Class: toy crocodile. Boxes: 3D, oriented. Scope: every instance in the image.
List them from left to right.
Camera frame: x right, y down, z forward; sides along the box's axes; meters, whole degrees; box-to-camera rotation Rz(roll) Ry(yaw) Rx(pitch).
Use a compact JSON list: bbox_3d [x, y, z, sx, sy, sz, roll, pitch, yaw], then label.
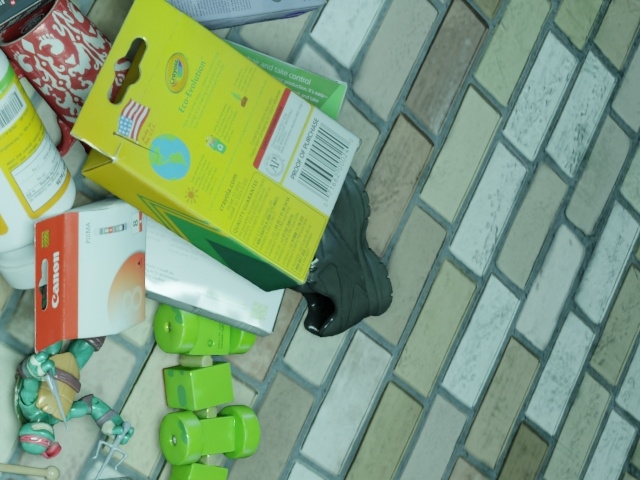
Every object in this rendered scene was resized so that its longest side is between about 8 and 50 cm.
[{"bbox_3d":[-0.150,0.167,1.939,0.115,0.105,0.340,-2,93,-40],"label":"toy crocodile"}]

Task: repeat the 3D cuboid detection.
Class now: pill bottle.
[{"bbox_3d":[-0.344,-0.073,1.686,0.136,0.136,0.245,-45,127,-30],"label":"pill bottle"}]

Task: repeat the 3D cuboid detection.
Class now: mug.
[{"bbox_3d":[-0.279,-0.176,1.758,0.169,0.113,0.150,50,61,-32],"label":"mug"}]

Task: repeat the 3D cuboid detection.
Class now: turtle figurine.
[{"bbox_3d":[-0.290,0.157,1.787,0.175,0.118,0.234,44,50,-53],"label":"turtle figurine"}]

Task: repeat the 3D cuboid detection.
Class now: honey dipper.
[{"bbox_3d":[-0.359,0.256,1.795,0.161,0.030,0.030,16,85,-45],"label":"honey dipper"}]

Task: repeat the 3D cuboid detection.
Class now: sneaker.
[{"bbox_3d":[0.000,0.000,2.051,0.130,0.109,0.286,-33,115,-29],"label":"sneaker"}]

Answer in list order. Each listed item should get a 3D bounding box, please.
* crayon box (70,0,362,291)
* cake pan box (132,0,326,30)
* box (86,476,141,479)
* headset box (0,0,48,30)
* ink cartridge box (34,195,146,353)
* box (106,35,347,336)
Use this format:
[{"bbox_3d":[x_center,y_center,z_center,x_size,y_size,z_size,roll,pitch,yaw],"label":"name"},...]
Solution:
[{"bbox_3d":[-0.123,-0.108,1.749,0.318,0.081,0.202,35,63,-26],"label":"crayon box"},{"bbox_3d":[-0.131,-0.381,1.857,0.246,0.070,0.267,-18,93,-43],"label":"cake pan box"},{"bbox_3d":[-0.253,0.354,1.768,0.262,0.231,0.127,2,95,-43],"label":"box"},{"bbox_3d":[-0.368,-0.310,1.595,0.293,0.110,0.218,-38,100,-26],"label":"headset box"},{"bbox_3d":[-0.244,0.034,1.705,0.179,0.045,0.145,-29,124,-67],"label":"ink cartridge box"},{"bbox_3d":[-0.122,-0.073,1.873,0.232,0.058,0.322,20,78,-12],"label":"box"}]
